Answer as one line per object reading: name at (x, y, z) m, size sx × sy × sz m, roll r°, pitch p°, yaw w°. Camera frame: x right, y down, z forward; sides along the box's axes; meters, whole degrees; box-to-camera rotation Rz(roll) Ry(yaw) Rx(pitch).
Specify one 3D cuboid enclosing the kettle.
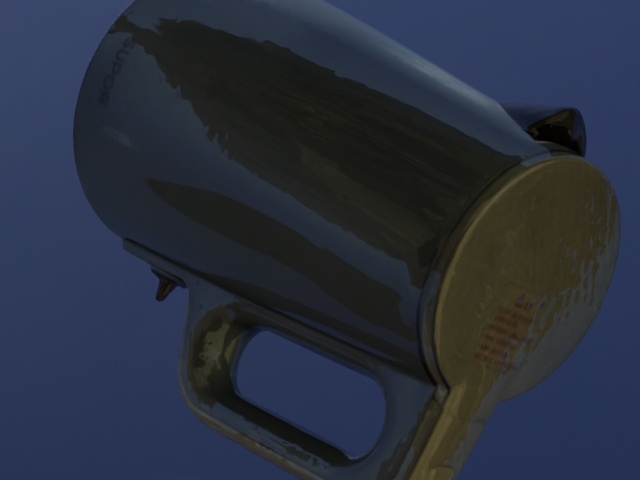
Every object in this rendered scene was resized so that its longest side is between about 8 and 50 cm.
kettle at (0.000, 0.000, 0.708) m, size 0.160 × 0.243 × 0.210 m, roll 28°, pitch -88°, yaw -46°
